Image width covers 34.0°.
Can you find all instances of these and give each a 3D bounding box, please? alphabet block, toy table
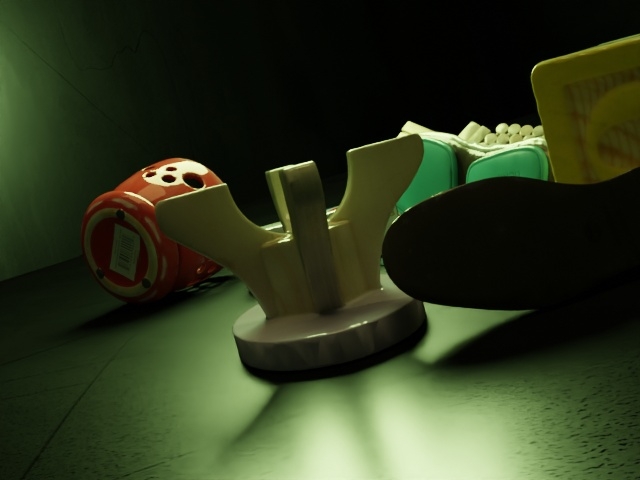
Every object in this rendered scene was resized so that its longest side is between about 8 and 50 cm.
[{"bbox_3d":[0.348,-0.115,1.039,0.192,0.193,0.197,-12,7,37],"label":"alphabet block"},{"bbox_3d":[-0.009,0.008,0.958,0.252,0.160,0.274,-17,6,-17],"label":"toy table"}]

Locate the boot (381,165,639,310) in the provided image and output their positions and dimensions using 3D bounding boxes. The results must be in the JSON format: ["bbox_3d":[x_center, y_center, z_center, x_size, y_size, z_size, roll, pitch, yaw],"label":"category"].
[{"bbox_3d":[0.194,0.003,0.892,0.305,0.112,0.115,-10,-11,-12],"label":"boot"}]

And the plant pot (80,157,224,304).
[{"bbox_3d":[-0.242,-0.011,1.526,0.191,0.191,0.174,-11,11,34],"label":"plant pot"}]

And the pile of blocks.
[{"bbox_3d":[0.271,-0.104,1.634,0.362,0.149,0.112,-1,-30,30],"label":"pile of blocks"}]

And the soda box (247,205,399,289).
[{"bbox_3d":[0.000,0.000,1.373,0.216,0.073,0.069,-15,6,1],"label":"soda box"}]

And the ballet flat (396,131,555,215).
[{"bbox_3d":[0.220,-0.071,1.363,0.139,0.139,0.400,-18,11,-25],"label":"ballet flat"}]

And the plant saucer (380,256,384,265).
[{"bbox_3d":[0.128,0.004,1.282,0.119,0.021,0.119,-15,7,2],"label":"plant saucer"}]

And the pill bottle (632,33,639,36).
[{"bbox_3d":[0.527,-0.188,1.172,0.363,0.210,0.210,-9,9,43],"label":"pill bottle"}]
